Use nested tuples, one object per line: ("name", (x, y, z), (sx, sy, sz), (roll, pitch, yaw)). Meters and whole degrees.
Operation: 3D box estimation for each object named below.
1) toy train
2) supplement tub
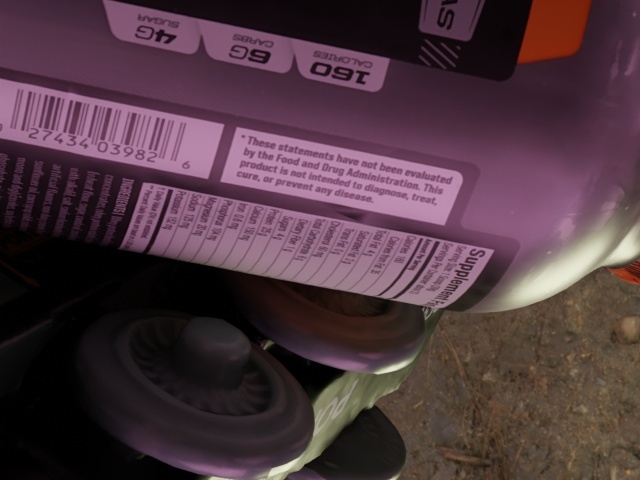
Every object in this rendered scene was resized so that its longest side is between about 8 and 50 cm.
("toy train", (-0.066, 0.029, 0.681), (0.190, 0.142, 0.334), (33, -153, 13))
("supplement tub", (-0.021, -0.087, 0.569), (0.316, 0.193, 0.193), (10, 170, -10))
